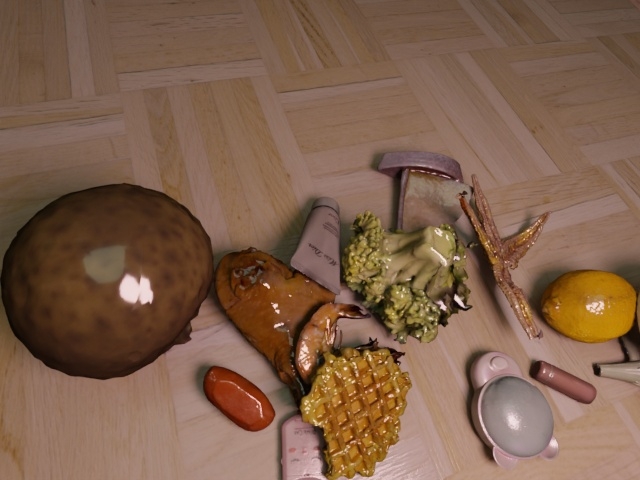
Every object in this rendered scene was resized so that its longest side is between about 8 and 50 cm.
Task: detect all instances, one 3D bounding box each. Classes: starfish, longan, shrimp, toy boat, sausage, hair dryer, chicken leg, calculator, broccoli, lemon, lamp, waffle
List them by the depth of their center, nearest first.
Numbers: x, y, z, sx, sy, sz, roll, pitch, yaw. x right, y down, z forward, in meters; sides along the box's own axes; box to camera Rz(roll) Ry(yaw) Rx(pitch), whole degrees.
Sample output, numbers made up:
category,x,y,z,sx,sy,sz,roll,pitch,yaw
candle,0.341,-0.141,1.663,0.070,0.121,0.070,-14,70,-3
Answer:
category,x,y,z,sx,sy,sz,roll,pitch,yaw
longan,-0.407,0.076,0.808,0.392,0.391,0.390,4,60,-6
waffle,0.072,0.350,0.825,0.292,0.051,0.290,0,91,-26
calculator,-0.033,0.455,0.835,0.100,0.032,0.174,0,61,-9
sausage,-0.174,0.338,0.852,0.179,0.089,0.089,35,61,1
shrimp,0.065,0.225,0.904,0.290,0.075,0.177,-2,80,-27
lamp,0.434,0.373,0.911,0.180,0.108,0.245,-2,60,-15
chicken leg,-0.060,0.186,0.929,0.295,0.182,0.409,-15,71,-34
broccoli,0.226,0.049,0.959,0.293,0.281,0.347,-36,85,-23
lemon,0.685,0.165,1.023,0.257,0.188,0.188,-7,61,-5
hair dryer,0.779,0.289,1.049,0.168,0.067,0.199,-6,51,-6
starfish,0.501,0.003,1.081,0.398,0.132,0.383,-34,94,-41
toy boat,0.322,-0.142,1.204,0.276,0.111,0.293,-7,73,-9

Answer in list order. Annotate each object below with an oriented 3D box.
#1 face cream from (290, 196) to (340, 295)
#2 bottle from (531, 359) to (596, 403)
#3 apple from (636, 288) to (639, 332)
category,x,y,z,sx,sy,sz,roll,pitch,yaw
face cream,0.000,0.000,1.015,0.143,0.089,0.314,36,34,-19
bottle,0.595,0.347,0.980,0.140,0.053,0.053,27,60,6
apple,0.935,0.228,0.992,0.361,0.319,0.312,-27,48,-30
